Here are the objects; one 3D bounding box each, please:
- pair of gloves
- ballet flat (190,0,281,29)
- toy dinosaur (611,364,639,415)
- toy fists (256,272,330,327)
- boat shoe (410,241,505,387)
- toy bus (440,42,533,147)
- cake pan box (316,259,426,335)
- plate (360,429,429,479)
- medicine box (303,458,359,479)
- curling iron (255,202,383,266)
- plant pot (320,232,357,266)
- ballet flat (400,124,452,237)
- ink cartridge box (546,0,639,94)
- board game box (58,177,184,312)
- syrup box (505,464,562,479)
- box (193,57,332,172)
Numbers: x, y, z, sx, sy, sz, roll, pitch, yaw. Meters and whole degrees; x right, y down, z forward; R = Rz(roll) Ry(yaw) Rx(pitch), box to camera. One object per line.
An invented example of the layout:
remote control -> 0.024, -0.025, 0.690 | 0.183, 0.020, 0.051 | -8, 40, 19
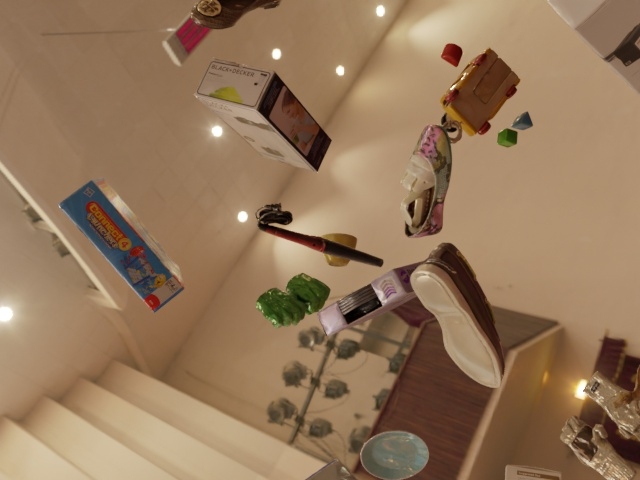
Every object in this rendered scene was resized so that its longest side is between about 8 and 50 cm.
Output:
pair of gloves -> 0.746, 0.489, 1.503 | 0.042, 0.204, 0.240 | 8, -71, -39
ballet flat -> -0.163, -0.495, 1.195 | 0.250, 0.084, 0.058 | -36, -13, -37
toy dinosaur -> 0.570, 0.240, 1.013 | 0.183, 0.053, 0.092 | -44, -64, -30
toy fists -> -0.081, 0.209, 1.971 | 0.279, 0.142, 0.096 | -24, -49, -46
boat shoe -> 0.284, 0.150, 1.126 | 0.097, 0.116, 0.324 | -49, -63, -32
toy bus -> 0.283, -0.262, 1.110 | 0.202, 0.104, 0.191 | -3, -96, -20
cake pan box -> 0.153, 0.129, 1.371 | 0.267, 0.246, 0.070 | -10, -111, -53
plate -> 0.203, 0.585, 1.602 | 0.024, 0.188, 0.188 | -89, -8, -62
medicine box -> -0.035, 0.475, 0.733 | 0.263, 0.149, 0.289 | -24, -49, -30
curling iron -> 0.000, 0.000, 1.141 | 0.068, 0.274, 0.035 | -54, 16, 44
plant pot -> 0.063, 0.039, 2.060 | 0.134, 0.134, 0.095 | 29, -121, -55
ballet flat -> 0.168, -0.084, 0.965 | 0.079, 0.077, 0.221 | -27, -41, -20
ink cartridge box -> 0.589, -0.467, 1.201 | 0.307, 0.129, 0.223 | 19, -140, -39
board game box -> -0.455, -0.001, 1.368 | 0.086, 0.308, 0.302 | -39, -74, -8
syrup box -> 0.341, 0.495, 0.937 | 0.237, 0.096, 0.093 | -66, -29, -49
box -> -0.113, -0.258, 1.235 | 0.087, 0.169, 0.290 | -66, -28, -8
